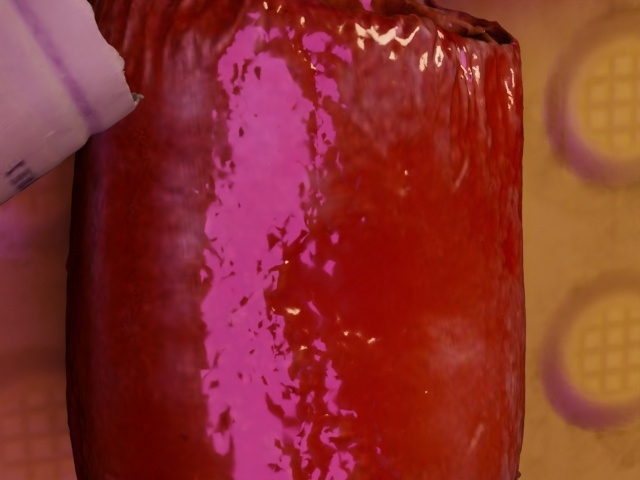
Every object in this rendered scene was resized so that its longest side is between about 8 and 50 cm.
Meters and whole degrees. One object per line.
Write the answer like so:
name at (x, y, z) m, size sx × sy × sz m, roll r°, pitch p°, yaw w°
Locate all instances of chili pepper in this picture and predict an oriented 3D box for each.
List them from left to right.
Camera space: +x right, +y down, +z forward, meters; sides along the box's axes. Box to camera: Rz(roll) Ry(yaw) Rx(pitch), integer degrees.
chili pepper at (0.000, 0.000, 0.753) m, size 0.251 × 0.229 × 0.305 m, roll -1°, pitch 104°, yaw -24°

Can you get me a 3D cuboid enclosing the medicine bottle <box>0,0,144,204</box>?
medicine bottle at (-0.254, -0.037, 0.576) m, size 0.332 × 0.190 × 0.190 m, roll -35°, pitch 113°, yaw -7°
